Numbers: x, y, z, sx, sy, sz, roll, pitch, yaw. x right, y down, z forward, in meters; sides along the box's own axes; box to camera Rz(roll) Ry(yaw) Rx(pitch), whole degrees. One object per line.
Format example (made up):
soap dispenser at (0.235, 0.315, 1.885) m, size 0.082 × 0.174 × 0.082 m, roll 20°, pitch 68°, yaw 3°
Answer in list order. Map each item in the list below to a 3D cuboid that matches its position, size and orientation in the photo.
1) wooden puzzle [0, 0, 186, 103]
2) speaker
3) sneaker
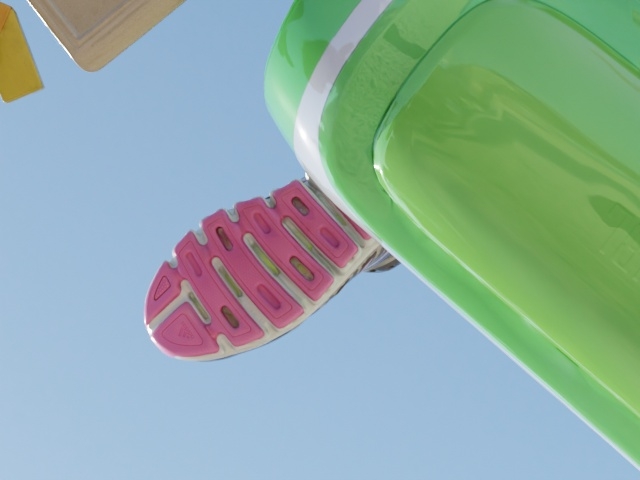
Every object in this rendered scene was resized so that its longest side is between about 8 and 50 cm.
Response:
wooden puzzle at (-0.080, -0.107, 0.696) m, size 0.116 × 0.078 × 0.014 m, roll -32°, pitch -5°, yaw 3°
speaker at (0.120, 0.005, 0.658) m, size 0.131 × 0.296 × 0.131 m, roll -41°, pitch -21°, yaw -20°
sneaker at (0.000, 0.000, 0.857) m, size 0.170 × 0.063 × 0.075 m, roll -38°, pitch -15°, yaw 0°
